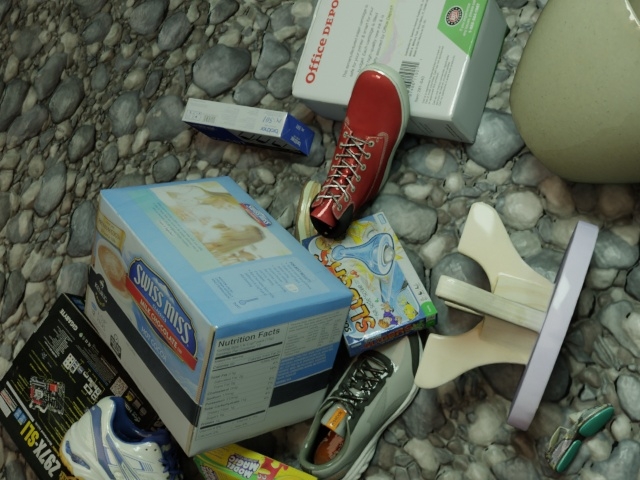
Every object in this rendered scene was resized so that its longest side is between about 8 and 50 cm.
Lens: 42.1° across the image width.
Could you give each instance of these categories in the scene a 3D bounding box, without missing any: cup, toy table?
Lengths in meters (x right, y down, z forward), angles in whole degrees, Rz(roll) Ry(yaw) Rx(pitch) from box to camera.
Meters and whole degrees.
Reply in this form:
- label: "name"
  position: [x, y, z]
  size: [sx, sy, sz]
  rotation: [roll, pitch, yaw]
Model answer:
- label: "cup"
  position: [0.381, -0.202, 1.047]
  size: [0.237, 0.331, 0.331]
  rotation: [-37, 59, 45]
- label: "toy table"
  position: [0.237, 0.088, 1.078]
  size: [0.161, 0.252, 0.274]
  rotation: [19, 75, 14]

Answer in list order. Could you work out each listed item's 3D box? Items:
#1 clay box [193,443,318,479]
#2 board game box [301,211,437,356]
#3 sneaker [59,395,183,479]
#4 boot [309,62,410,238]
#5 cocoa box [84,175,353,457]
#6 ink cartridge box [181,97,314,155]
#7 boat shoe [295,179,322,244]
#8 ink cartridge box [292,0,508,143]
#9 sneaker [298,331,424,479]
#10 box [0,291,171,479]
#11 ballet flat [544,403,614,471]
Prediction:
- label: "clay box"
  position: [-0.094, 0.362, 1.222]
  size: [0.222, 0.127, 0.053]
  rotation: [12, 50, 30]
- label: "board game box"
  position: [0.068, 0.059, 1.218]
  size: [0.136, 0.035, 0.201]
  rotation: [-20, 53, -8]
- label: "sneaker"
  position: [-0.258, 0.364, 1.273]
  size: [0.296, 0.112, 0.131]
  rotation: [40, 96, 2]
- label: "boot"
  position: [0.047, -0.118, 1.185]
  size: [0.088, 0.244, 0.176]
  rotation: [25, 49, 16]
- label: "cocoa box"
  position: [-0.159, 0.089, 1.202]
  size: [0.347, 0.231, 0.228]
  rotation: [42, 130, 39]
- label: "ink cartridge box"
  position: [-0.123, -0.192, 1.405]
  size: [0.207, 0.097, 0.046]
  rotation: [14, 83, 30]
- label: "boat shoe"
  position: [0.000, 0.000, 1.316]
  size: [0.072, 0.068, 0.190]
  rotation: [3, 88, 16]
- label: "ink cartridge box"
  position: [0.121, -0.280, 1.288]
  size: [0.278, 0.117, 0.201]
  rotation: [14, 84, 29]
- label: "sneaker"
  position: [0.060, 0.231, 1.190]
  size: [0.100, 0.108, 0.271]
  rotation: [27, 86, 32]
- label: "box"
  position: [-0.415, 0.285, 1.444]
  size: [0.322, 0.079, 0.257]
  rotation: [40, 98, 30]
- label: "ballet flat"
  position: [0.332, 0.248, 1.084]
  size: [0.041, 0.041, 0.114]
  rotation: [42, 97, 30]
